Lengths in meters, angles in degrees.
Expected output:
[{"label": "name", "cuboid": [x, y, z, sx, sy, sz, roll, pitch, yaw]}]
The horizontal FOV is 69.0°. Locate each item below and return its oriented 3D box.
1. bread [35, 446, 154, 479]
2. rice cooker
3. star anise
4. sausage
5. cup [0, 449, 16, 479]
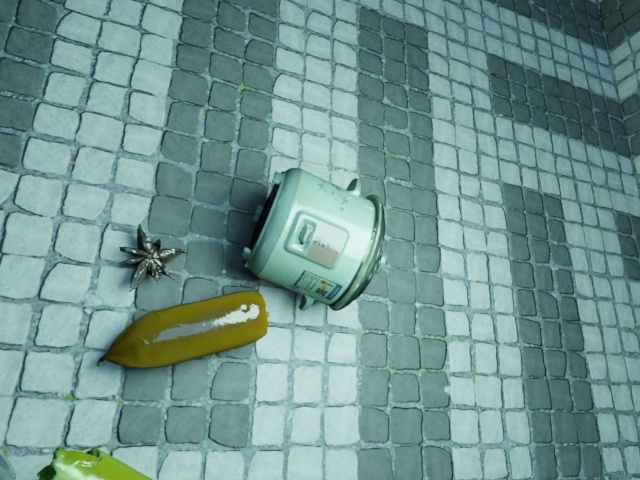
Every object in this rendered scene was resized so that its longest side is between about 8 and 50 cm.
[{"label": "bread", "cuboid": [-0.303, 0.505, 0.707, 0.377, 0.208, 0.251, 36, 55, -10]}, {"label": "rice cooker", "cuboid": [0.000, 0.000, 0.990, 0.317, 0.264, 0.316, 0, 92, -12]}, {"label": "star anise", "cuboid": [-0.347, 0.047, 0.930, 0.124, 0.056, 0.129, 32, 62, -12]}, {"label": "sausage", "cuboid": [-0.259, 0.177, 0.902, 0.328, 0.112, 0.112, -11, 77, -24]}, {"label": "cup", "cuboid": [-0.544, 0.390, 0.706, 0.133, 0.099, 0.136, -40, 103, -30]}]
